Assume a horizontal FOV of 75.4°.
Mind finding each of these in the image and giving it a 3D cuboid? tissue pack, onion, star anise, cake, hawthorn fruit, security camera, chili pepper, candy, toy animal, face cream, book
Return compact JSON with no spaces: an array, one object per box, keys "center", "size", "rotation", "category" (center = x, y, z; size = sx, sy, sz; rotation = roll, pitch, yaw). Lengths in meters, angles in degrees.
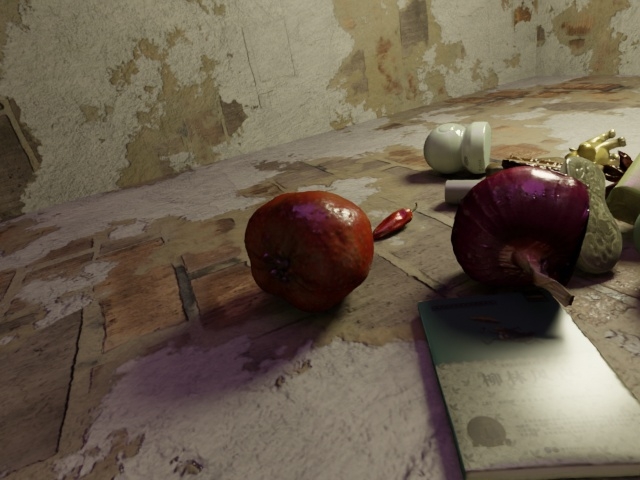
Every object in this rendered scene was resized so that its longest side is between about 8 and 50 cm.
[{"center":[0.798,-0.141,0.951],"size":[0.159,0.125,0.234],"rotation":[34,74,31],"category":"tissue pack"},{"center":[0.396,-0.028,0.858],"size":[0.231,0.256,0.272],"rotation":[12,3,21],"category":"onion"},{"center":[0.838,-0.154,1.093],"size":[0.196,0.111,0.212],"rotation":[-36,33,34],"category":"star anise"},{"center":[0.624,-0.153,1.146],"size":[0.246,0.135,0.112],"rotation":[19,32,38],"category":"cake"},{"center":[0.000,0.000,0.950],"size":[0.287,0.287,0.330],"rotation":[7,25,32],"category":"hawthorn fruit"},{"center":[0.501,-0.336,1.537],"size":[0.236,0.194,0.194],"rotation":[1,28,30],"category":"security camera"},{"center":[0.220,-0.052,1.213],"size":[0.191,0.050,0.059],"rotation":[-33,34,-17],"category":"chili pepper"},{"center":[0.634,-0.197,1.283],"size":[0.234,0.104,0.102],"rotation":[1,29,24],"category":"candy"},{"center":[0.899,-0.283,1.354],"size":[0.169,0.121,0.233],"rotation":[-5,21,38],"category":"toy animal"},{"center":[0.511,-0.146,1.256],"size":[0.250,0.077,0.077],"rotation":[4,29,28],"category":"face cream"},{"center":[0.316,0.201,0.667],"size":[0.264,0.031,0.379],"rotation":[-6,26,5],"category":"book"}]

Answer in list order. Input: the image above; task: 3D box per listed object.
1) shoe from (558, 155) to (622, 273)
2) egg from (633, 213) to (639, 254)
[{"center":[0.585,-0.043,0.975],"size":[0.124,0.159,0.316],"rotation":[19,60,-2],"category":"shoe"},{"center":[0.736,-0.017,0.751],"size":[0.283,0.202,0.203],"rotation":[-2,27,13],"category":"egg"}]
